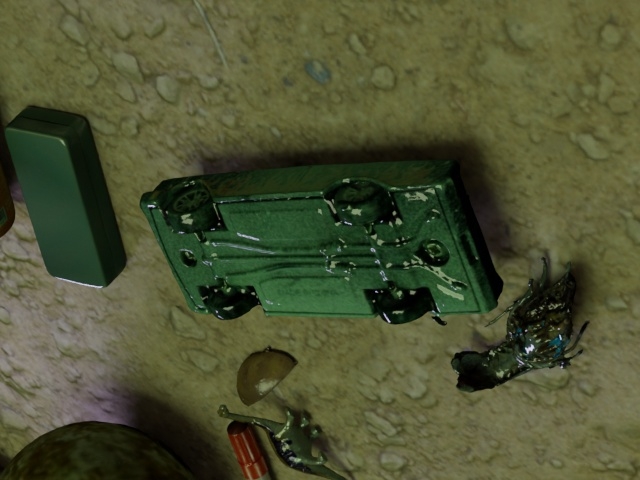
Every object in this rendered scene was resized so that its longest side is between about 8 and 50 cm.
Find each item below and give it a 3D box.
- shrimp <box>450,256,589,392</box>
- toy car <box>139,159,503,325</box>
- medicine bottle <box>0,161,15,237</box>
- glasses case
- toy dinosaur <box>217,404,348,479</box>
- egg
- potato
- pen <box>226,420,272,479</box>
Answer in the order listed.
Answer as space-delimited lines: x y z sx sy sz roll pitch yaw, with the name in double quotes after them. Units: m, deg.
0.178 0.075 1.409 0.174 0.076 0.082 -46 54 53 "shrimp"
0.000 0.000 1.426 0.320 0.097 0.141 -1 126 35 "toy car"
-0.363 -0.088 1.606 0.096 0.096 0.192 13 133 26 "medicine bottle"
-0.246 -0.040 1.609 0.077 0.039 0.184 12 132 27 "glasses case"
-0.019 0.204 1.661 0.180 0.037 0.058 40 125 -10 "toy dinosaur"
-0.228 0.324 1.777 0.238 0.238 0.289 5 150 32 "egg"
-0.066 0.138 1.641 0.037 0.036 0.093 41 139 -8 "potato"
-0.052 0.286 1.769 0.028 0.028 0.239 3 128 33 "pen"
